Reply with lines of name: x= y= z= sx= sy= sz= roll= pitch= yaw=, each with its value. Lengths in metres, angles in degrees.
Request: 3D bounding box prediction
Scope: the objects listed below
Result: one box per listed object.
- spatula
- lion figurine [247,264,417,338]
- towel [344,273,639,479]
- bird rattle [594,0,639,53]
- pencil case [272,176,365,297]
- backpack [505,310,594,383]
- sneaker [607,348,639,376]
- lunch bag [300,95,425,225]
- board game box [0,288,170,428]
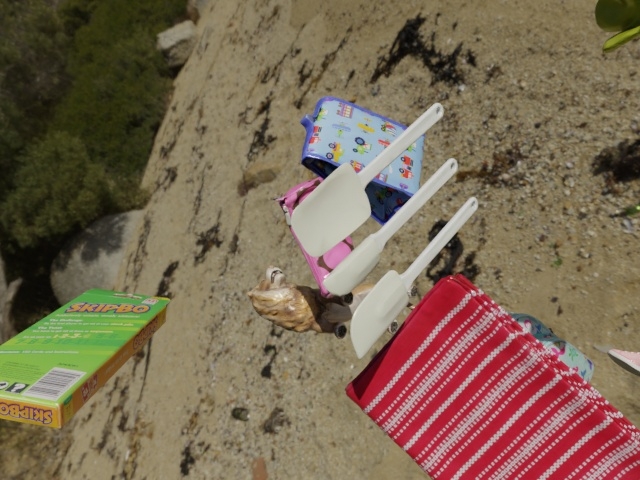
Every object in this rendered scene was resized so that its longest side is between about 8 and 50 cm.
spatula: x=0.081 y=-0.026 z=0.473 sx=0.242 sy=0.168 sz=0.019 roll=-43 pitch=27 yaw=-30
lion figurine: x=0.042 y=0.152 z=1.143 sx=0.240 sy=0.392 sz=0.142 roll=0 pitch=81 yaw=51
towel: x=0.180 y=0.192 z=0.518 sx=0.199 sy=0.275 sz=0.031 roll=-51 pitch=-12 yaw=16
bird rattle: x=0.362 y=-0.294 z=0.425 sx=0.253 sy=0.143 sz=0.207 roll=-16 pitch=36 yaw=29
pencil case: x=0.000 y=0.000 z=0.853 sx=0.095 sy=0.209 sz=0.098 roll=-23 pitch=7 yaw=39
backpack: x=0.425 y=0.274 z=1.025 sx=0.225 sy=0.253 sz=0.191 roll=-56 pitch=16 yaw=-13
sneaker: x=0.736 y=0.273 z=1.102 sx=0.070 sy=0.051 sz=0.134 roll=-50 pitch=42 yaw=-8
lunch bag: x=0.086 y=-0.210 z=1.129 sx=0.138 sy=0.293 sz=0.221 roll=-41 pitch=27 yaw=48
board game box: x=-0.288 y=0.122 z=0.579 sx=0.259 sy=0.124 sz=0.039 roll=-68 pitch=-16 yaw=-70
